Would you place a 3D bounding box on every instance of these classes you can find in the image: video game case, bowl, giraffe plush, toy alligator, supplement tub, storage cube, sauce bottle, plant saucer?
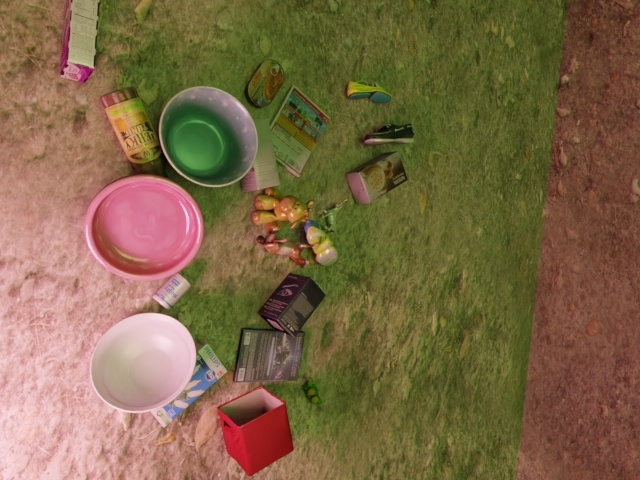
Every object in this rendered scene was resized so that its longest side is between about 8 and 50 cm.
[{"bbox_3d":[-0.097,-0.418,1.717,0.204,0.025,0.285,35,73,-31],"label":"video game case"},{"bbox_3d":[-0.374,-0.315,1.431,0.311,0.163,0.312,2,87,-33],"label":"bowl"},{"bbox_3d":[-0.120,-0.107,1.629,0.210,0.170,0.182,15,84,-35],"label":"giraffe plush"},{"bbox_3d":[-0.030,0.638,1.816,0.051,0.056,0.190,-17,109,10],"label":"toy alligator"},{"bbox_3d":[-0.482,0.165,1.450,0.107,0.071,0.071,-51,119,-21],"label":"supplement tub"},{"bbox_3d":[-0.233,0.671,1.590,0.214,0.183,0.193,-17,104,-34],"label":"storage cube"},{"bbox_3d":[-0.538,-0.283,1.358,0.111,0.111,0.345,-33,113,-30],"label":"sauce bottle"},{"bbox_3d":[-0.190,0.439,1.703,0.274,0.026,0.196,12,86,-36],"label":"video game case"},{"bbox_3d":[-0.523,-0.043,1.347,0.331,0.084,0.333,-9,115,-19],"label":"plant saucer"},{"bbox_3d":[-0.523,0.381,1.360,0.297,0.134,0.298,4,59,-7],"label":"bowl"}]

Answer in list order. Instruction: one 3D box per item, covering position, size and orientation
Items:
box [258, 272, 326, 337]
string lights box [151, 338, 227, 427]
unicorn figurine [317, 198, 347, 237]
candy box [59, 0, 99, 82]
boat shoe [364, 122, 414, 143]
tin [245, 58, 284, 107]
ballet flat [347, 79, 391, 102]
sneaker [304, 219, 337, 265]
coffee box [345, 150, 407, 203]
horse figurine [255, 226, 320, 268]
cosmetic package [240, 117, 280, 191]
[{"bbox_3d":[-0.106,0.236,1.671,0.207,0.153,0.108,-50,119,-21],"label":"box"},{"bbox_3d":[-0.457,0.467,1.482,0.259,0.076,0.134,-40,113,-27],"label":"string lights box"},{"bbox_3d":[0.042,-0.093,1.822,0.111,0.060,0.162,-10,115,-35],"label":"unicorn figurine"},{"bbox_3d":[-0.660,-0.574,1.224,0.071,0.159,0.234,5,89,-37],"label":"candy box"},{"bbox_3d":[0.299,-0.467,1.950,0.302,0.114,0.091,-14,102,-46],"label":"boat shoe"},{"bbox_3d":[-0.203,-0.570,1.626,0.106,0.040,0.190,40,70,-35],"label":"tin"},{"bbox_3d":[0.208,-0.637,1.896,0.230,0.077,0.078,-6,80,-33],"label":"ballet flat"},{"bbox_3d":[0.000,0.000,1.773,0.091,0.126,0.240,-23,143,1],"label":"sneaker"},{"bbox_3d":[0.244,-0.272,1.923,0.246,0.098,0.141,-31,110,-30],"label":"coffee box"},{"bbox_3d":[-0.130,0.021,1.656,0.263,0.174,0.066,18,64,-26],"label":"horse figurine"},{"bbox_3d":[-0.230,-0.300,1.568,0.107,0.127,0.238,-20,103,-34],"label":"cosmetic package"}]
